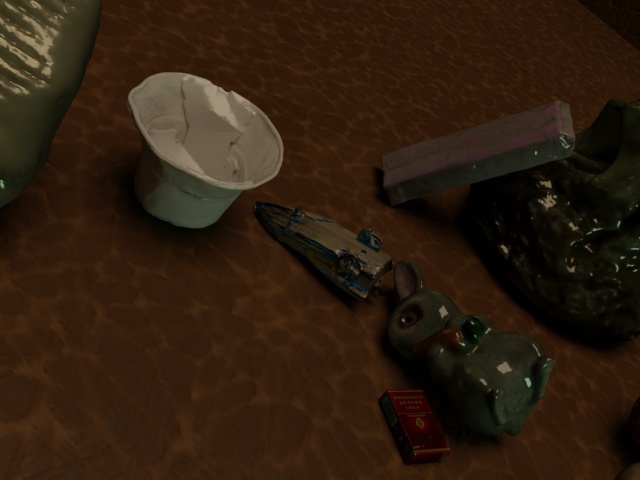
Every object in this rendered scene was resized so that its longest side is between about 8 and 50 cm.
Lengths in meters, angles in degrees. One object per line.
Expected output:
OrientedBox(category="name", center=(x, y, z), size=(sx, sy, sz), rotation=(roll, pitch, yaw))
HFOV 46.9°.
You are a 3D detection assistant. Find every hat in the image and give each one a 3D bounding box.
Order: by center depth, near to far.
OrientedBox(category="hat", center=(-0.154, -0.094, 0.887), size=(0.203, 0.126, 0.203), rotation=(21, 37, -16))

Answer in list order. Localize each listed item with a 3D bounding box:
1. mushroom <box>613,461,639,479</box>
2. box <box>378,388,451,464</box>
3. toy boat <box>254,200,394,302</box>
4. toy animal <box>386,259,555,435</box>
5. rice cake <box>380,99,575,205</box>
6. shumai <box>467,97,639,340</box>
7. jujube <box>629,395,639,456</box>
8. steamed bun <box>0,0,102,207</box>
OrientedBox(category="mushroom", center=(0.393, 0.319, 0.805), size=(0.166, 0.127, 0.166), rotation=(17, 45, -18))
OrientedBox(category="box", center=(0.103, 0.204, 0.813), size=(0.052, 0.023, 0.082), rotation=(6, 43, -30))
OrientedBox(category="toy boat", center=(0.000, 0.000, 0.952), size=(0.210, 0.066, 0.084), rotation=(30, 45, 17))
OrientedBox(category="toy animal", center=(0.147, 0.121, 0.887), size=(0.125, 0.127, 0.251), rotation=(4, 26, -43))
OrientedBox(category="rice cake", center=(0.229, -0.128, 1.110), size=(0.050, 0.298, 0.106), rotation=(60, 28, -31))
OrientedBox(category="shumai", center=(0.453, -0.075, 1.138), size=(0.395, 0.348, 0.395), rotation=(17, 42, -16))
OrientedBox(category="jujube", center=(0.502, 0.271, 0.922), size=(0.168, 0.168, 0.236), rotation=(-20, 67, -48))
OrientedBox(category="steamed bun", center=(-0.408, -0.190, 0.709), size=(0.342, 0.255, 0.367), rotation=(38, 61, -23))
